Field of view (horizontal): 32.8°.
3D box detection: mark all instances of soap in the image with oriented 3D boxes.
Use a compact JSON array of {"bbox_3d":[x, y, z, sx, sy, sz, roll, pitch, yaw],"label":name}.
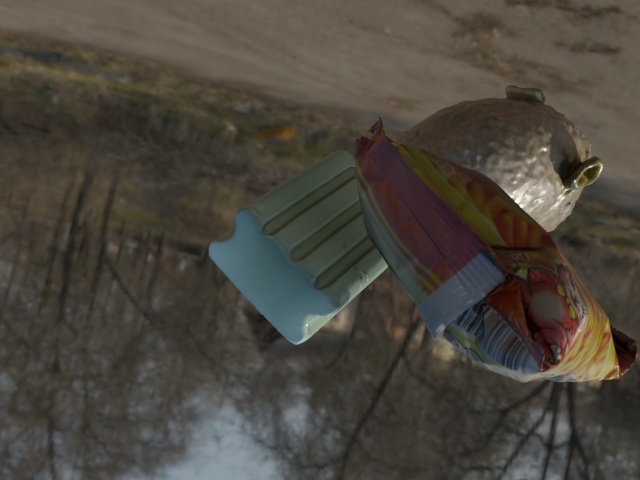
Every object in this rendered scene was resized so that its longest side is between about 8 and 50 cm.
[{"bbox_3d":[0.000,0.000,0.987,0.119,0.066,0.198,48,-147,4],"label":"soap"}]

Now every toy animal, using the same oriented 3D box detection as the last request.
[{"bbox_3d":[0.208,-0.089,1.398,0.358,0.188,0.226,-8,150,-33],"label":"toy animal"}]

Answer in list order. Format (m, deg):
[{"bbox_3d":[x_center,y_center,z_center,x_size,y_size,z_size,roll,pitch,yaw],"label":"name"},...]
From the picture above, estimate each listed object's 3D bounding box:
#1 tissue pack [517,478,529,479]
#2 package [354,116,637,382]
[{"bbox_3d":[0.326,0.399,1.264,0.325,0.071,0.170,32,150,0],"label":"tissue pack"},{"bbox_3d":[0.125,0.023,0.825,0.223,0.108,0.288,51,-170,22],"label":"package"}]
